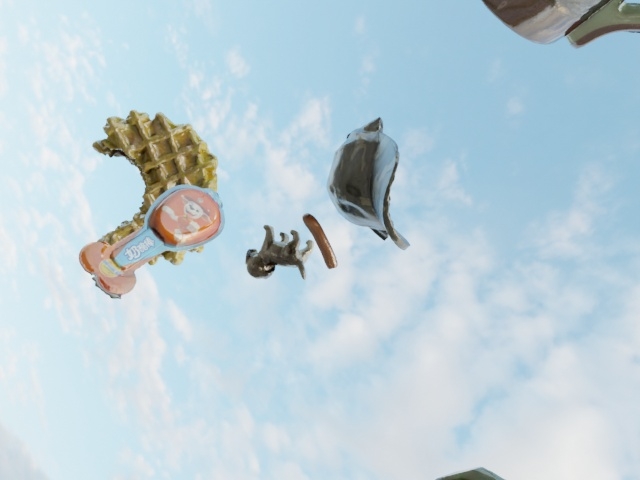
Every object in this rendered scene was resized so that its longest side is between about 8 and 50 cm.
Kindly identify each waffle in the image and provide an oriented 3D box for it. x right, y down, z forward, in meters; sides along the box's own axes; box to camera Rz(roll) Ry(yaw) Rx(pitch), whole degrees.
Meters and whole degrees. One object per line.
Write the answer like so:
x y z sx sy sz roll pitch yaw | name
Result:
-0.356 -0.112 1.035 0.151 0.260 0.325 -158 -113 -69 | waffle

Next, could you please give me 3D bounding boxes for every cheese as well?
-0.231 -0.011 0.696 0.106 0.256 0.037 45 -46 0 | cheese

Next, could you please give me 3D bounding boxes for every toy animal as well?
-0.134 0.043 1.524 0.233 0.121 0.169 -2 -110 32 | toy animal

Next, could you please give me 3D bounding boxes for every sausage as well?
0.000 0.000 1.396 0.043 0.043 0.187 -16 -73 41 | sausage

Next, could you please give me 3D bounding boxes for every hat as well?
0.114 -0.125 1.274 0.257 0.382 0.367 -6 -71 18 | hat

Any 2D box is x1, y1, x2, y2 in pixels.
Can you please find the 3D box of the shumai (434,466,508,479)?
0.193 0.262 0.326 0.222 0.271 0.204 -24 -121 36 | shumai

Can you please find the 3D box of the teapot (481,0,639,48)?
0.357 -0.382 0.531 0.315 0.233 0.312 49 -36 -7 | teapot
